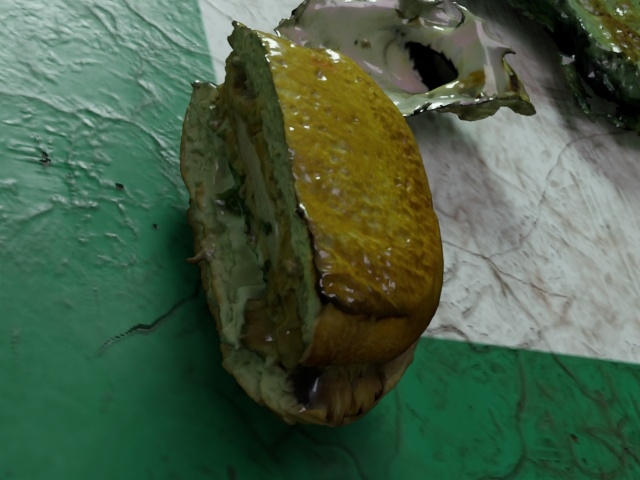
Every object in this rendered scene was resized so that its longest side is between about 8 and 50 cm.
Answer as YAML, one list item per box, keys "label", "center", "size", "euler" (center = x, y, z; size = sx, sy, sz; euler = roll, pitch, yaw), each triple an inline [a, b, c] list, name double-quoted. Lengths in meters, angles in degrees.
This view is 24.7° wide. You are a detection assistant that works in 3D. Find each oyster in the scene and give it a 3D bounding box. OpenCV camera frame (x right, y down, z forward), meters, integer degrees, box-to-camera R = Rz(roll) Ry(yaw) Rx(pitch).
- label: "oyster"
  center: [0.063, -0.144, 1.191]
  size: [0.209, 0.072, 0.133]
  euler: [-10, 63, -18]

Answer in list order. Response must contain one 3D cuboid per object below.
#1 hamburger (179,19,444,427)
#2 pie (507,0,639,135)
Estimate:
- label: "hamburger"
  center: [0.000, 0.000, 0.946]
  size: [0.156, 0.144, 0.283]
  euler: [17, 44, -37]
- label: "pie"
  center: [0.238, -0.253, 1.408]
  size: [0.371, 0.078, 0.296]
  euler: [45, 41, 7]
